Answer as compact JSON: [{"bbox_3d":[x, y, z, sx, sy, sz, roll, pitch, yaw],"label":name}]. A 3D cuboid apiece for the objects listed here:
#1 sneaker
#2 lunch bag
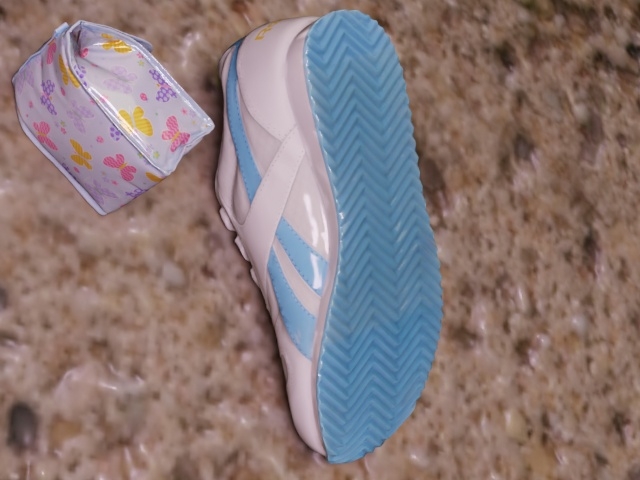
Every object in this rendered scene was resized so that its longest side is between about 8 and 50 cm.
[{"bbox_3d":[0.000,0.000,0.688,0.087,0.092,0.229,-10,98,-41],"label":"sneaker"},{"bbox_3d":[-0.103,-0.063,0.639,0.083,0.071,0.053,46,53,-13],"label":"lunch bag"}]
